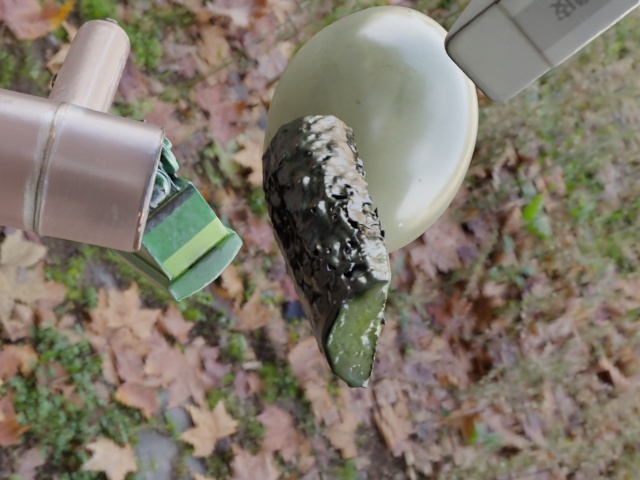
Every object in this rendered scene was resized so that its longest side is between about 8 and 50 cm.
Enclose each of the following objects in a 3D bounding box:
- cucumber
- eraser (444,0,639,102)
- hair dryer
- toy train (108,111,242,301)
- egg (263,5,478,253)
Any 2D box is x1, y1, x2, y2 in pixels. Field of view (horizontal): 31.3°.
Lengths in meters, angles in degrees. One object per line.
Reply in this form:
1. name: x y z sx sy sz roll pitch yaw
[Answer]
1. cucumber: -0.003 -0.002 0.702 0.062 0.078 0.211 7 30 -9
2. eraser: 0.258 -0.250 0.935 0.089 0.352 0.061 43 25 -21
3. hair dryer: -0.224 -0.123 0.988 0.189 0.107 0.344 12 31 -8
4. toy train: -0.225 -0.051 1.413 0.120 0.301 0.202 -41 115 -13
5. egg: 0.051 -0.110 1.183 0.219 0.219 0.269 34 81 -37
